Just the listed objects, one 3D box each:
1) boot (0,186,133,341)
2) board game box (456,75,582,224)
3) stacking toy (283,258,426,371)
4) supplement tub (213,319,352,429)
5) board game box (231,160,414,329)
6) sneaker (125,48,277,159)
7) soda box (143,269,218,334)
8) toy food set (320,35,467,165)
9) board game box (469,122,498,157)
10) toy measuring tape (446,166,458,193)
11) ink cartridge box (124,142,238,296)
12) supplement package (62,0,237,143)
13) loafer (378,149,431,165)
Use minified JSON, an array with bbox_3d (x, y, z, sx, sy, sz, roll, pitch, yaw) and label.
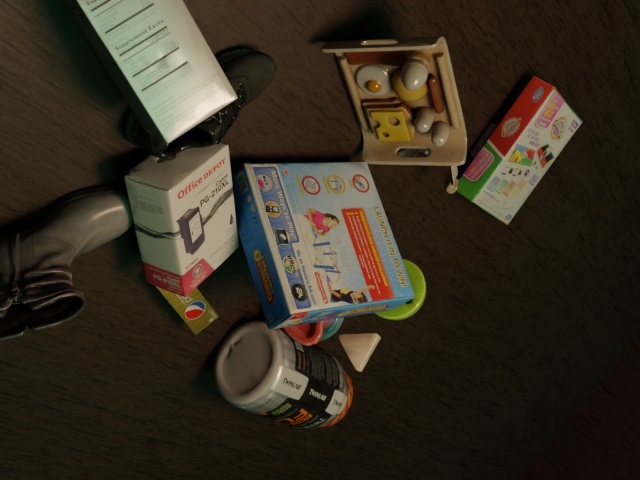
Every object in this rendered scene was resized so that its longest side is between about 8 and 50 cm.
[{"bbox_3d":[-0.423,0.045,1.387,0.338,0.223,0.118,-27,134,-22],"label":"boot"},{"bbox_3d":[0.477,-0.206,2.036,0.316,0.064,0.242,-55,147,8],"label":"board game box"},{"bbox_3d":[0.081,0.124,1.834,0.309,0.280,0.130,-50,152,-3],"label":"stacking toy"},{"bbox_3d":[-0.072,0.312,1.906,0.193,0.193,0.316,-52,138,5],"label":"supplement tub"},{"bbox_3d":[0.000,0.000,1.651,0.302,0.308,0.086,-4,158,-37],"label":"board game box"},{"bbox_3d":[-0.184,-0.222,1.453,0.286,0.130,0.109,-36,137,-14],"label":"sneaker"},{"bbox_3d":[-0.274,0.106,1.682,0.061,0.058,0.181,-39,137,-9],"label":"soda box"},{"bbox_3d":[0.146,-0.258,1.624,0.306,0.220,0.092,66,34,-46],"label":"toy food set"},{"bbox_3d":[0.407,-0.224,2.024,0.090,0.020,0.090,25,103,-47],"label":"board game box"},{"bbox_3d":[0.218,-0.242,1.773,0.121,0.121,0.330,-29,129,-20],"label":"toy measuring tape"},{"bbox_3d":[-0.240,-0.048,1.518,0.172,0.100,0.237,-47,146,-42],"label":"ink cartridge box"},{"bbox_3d":[-0.257,-0.291,1.282,0.134,0.139,0.244,-36,118,-13],"label":"supplement package"},{"bbox_3d":[0.185,-0.205,1.836,0.170,0.062,0.061,-24,111,-30],"label":"loafer"}]
